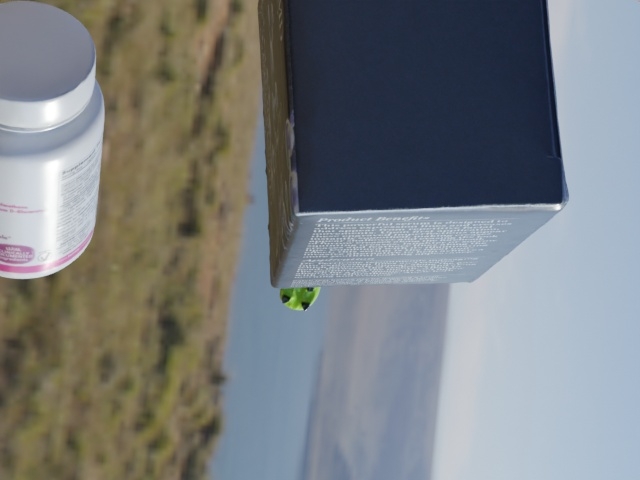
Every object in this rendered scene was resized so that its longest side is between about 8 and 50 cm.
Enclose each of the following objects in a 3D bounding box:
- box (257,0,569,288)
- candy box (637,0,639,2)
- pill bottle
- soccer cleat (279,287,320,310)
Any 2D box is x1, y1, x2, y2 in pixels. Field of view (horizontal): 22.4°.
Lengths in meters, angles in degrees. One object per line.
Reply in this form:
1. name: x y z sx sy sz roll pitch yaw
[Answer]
1. box: 0.061 -0.130 1.406 0.395 0.212 0.293 115 -27 -79
2. candy box: 0.364 -0.243 1.489 0.027 0.206 0.105 27 98 -52
3. pill bottle: -0.306 -0.101 1.668 0.283 0.160 0.160 105 -5 -52
4. soccer cleat: 0.000 0.000 1.834 0.072 0.060 0.179 -80 -164 -58
